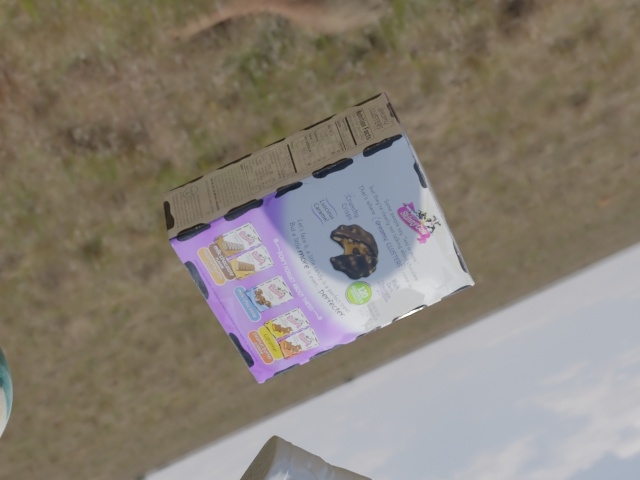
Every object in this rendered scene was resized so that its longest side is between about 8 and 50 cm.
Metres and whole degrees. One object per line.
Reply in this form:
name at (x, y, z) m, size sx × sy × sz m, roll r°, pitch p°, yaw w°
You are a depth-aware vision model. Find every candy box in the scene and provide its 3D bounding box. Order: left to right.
candy box at (0.000, 0.000, 1.111) m, size 0.196 × 0.165 × 0.070 m, roll -24°, pitch -145°, yaw 4°

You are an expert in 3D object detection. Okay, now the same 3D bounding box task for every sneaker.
sneaker at (-0.044, 0.367, 1.741) m, size 0.292 × 0.169 × 0.108 m, roll -54°, pitch -161°, yaw 42°

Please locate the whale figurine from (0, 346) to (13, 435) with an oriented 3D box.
whale figurine at (-0.443, 0.158, 1.439) m, size 0.272 × 0.216 × 0.141 m, roll -14°, pitch -159°, yaw 15°
